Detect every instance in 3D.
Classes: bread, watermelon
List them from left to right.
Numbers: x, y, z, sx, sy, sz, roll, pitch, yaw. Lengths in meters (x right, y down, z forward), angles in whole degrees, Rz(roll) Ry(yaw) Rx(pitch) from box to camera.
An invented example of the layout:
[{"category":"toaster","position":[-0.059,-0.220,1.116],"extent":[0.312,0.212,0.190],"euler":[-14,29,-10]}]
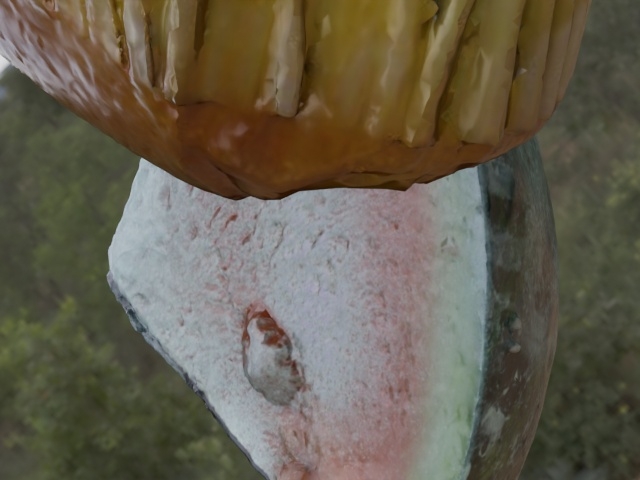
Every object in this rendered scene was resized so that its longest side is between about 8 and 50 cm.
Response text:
[{"category":"bread","position":[-0.042,-0.125,0.445],"extent":[0.204,0.288,0.156],"euler":[-16,-48,-40]},{"category":"watermelon","position":[0.000,0.000,0.641],"extent":[0.319,0.214,0.289],"euler":[-76,-12,-51]}]
